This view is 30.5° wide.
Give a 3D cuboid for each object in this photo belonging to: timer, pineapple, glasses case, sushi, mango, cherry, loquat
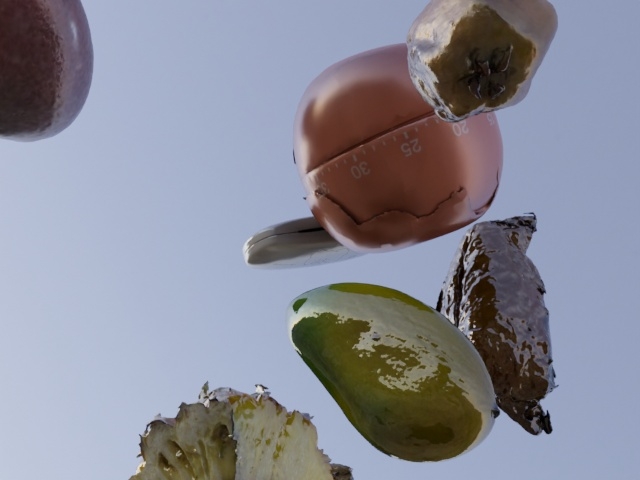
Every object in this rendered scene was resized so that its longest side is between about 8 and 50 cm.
[{"bbox_3d":[0.085,-0.099,1.299,0.229,0.229,0.215,-20,-95,35],"label":"timer"},{"bbox_3d":[-0.096,0.336,1.384,0.209,0.286,0.344,-3,-95,34],"label":"pineapple"},{"bbox_3d":[0.000,0.000,1.389,0.074,0.193,0.049,-47,-123,54],"label":"glasses case"},{"bbox_3d":[0.210,0.099,1.394,0.140,0.287,0.149,20,-47,-18],"label":"sushi"},{"bbox_3d":[0.069,0.114,1.124,0.237,0.137,0.091,50,-13,33],"label":"mango"},{"bbox_3d":[-0.417,-0.254,1.493,0.261,0.221,0.307,10,-54,-12],"label":"cherry"},{"bbox_3d":[0.128,-0.153,0.935,0.113,0.137,0.137,44,-49,-12],"label":"loquat"}]
